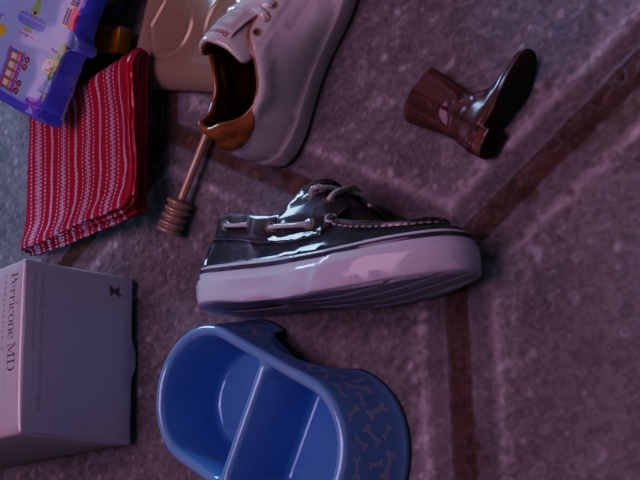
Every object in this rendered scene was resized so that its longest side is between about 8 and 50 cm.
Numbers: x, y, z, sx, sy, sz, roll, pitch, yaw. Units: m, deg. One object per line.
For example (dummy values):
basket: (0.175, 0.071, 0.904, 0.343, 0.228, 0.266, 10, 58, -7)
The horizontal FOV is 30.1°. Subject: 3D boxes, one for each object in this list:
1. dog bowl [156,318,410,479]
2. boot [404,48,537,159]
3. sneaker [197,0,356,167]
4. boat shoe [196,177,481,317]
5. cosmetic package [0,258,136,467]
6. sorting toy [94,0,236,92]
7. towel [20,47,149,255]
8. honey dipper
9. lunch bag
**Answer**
dog bowl: (-0.049, 0.174, 1.125, 0.297, 0.074, 0.166, 24, 97, 45)
boot: (0.129, -0.138, 1.062, 0.114, 0.037, 0.106, 38, 104, 47)
sneaker: (-0.046, -0.225, 1.186, 0.106, 0.123, 0.290, 11, 87, 46)
boat shoe: (0.000, 0.000, 1.087, 0.335, 0.121, 0.119, -8, 76, 43)
cosmetic package: (-0.387, 0.160, 1.393, 0.365, 0.155, 0.197, -19, 66, 40)
sorting toy: (-0.152, -0.284, 1.363, 0.307, 0.041, 0.229, 10, 90, 45)
towel: (-0.285, -0.100, 1.422, 0.274, 0.031, 0.199, -18, 68, 48)
honey dipper: (-0.137, -0.083, 1.304, 0.030, 0.030, 0.161, 23, 92, 44)
lunch bag: (-0.358, -0.285, 1.476, 0.293, 0.138, 0.221, 34, 103, 45)
